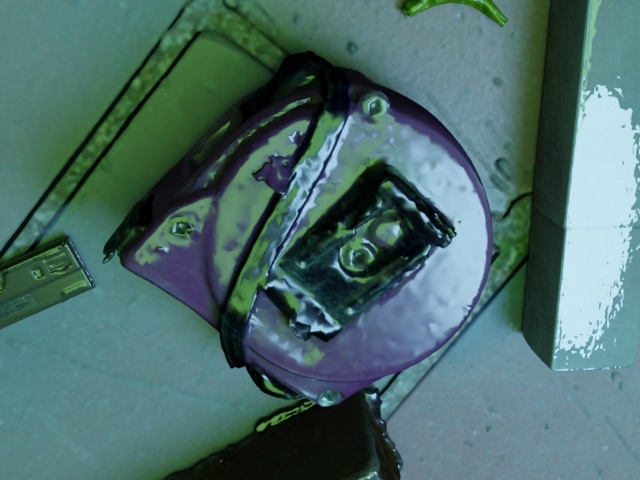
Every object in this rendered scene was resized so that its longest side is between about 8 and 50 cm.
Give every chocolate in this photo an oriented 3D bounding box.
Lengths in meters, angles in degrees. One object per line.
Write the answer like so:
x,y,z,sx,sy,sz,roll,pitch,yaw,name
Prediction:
-0.072,0.245,0.821,0.321,0.112,0.112,-26,113,1,chocolate

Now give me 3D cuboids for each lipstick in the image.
0.219,-0.081,0.774,0.079,0.076,0.372,-2,109,-9,lipstick

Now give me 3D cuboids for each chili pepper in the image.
0.103,-0.178,0.754,0.083,0.017,0.030,-1,110,-6,chili pepper

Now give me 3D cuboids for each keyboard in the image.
-0.245,0.042,0.775,0.129,0.015,0.049,-24,116,-1,keyboard

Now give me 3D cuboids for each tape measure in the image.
0.000,0.000,0.727,0.231,0.149,0.245,40,99,-17,tape measure
